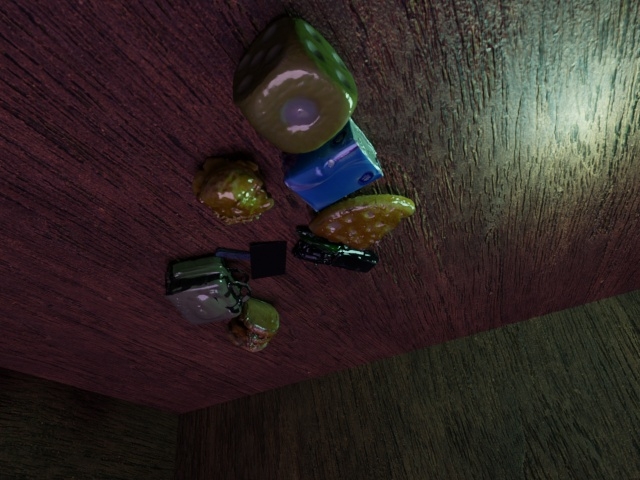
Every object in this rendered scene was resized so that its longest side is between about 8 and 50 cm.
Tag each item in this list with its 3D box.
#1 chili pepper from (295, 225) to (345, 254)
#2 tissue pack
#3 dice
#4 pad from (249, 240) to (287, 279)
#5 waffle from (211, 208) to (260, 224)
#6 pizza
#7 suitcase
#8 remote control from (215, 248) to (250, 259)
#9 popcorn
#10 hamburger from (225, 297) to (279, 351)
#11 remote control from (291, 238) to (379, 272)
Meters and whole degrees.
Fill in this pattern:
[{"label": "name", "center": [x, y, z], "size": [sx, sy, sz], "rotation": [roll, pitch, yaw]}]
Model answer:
[{"label": "chili pepper", "center": [-0.001, 0.003, 1.639], "size": [0.216, 0.062, 0.108], "rotation": [23, 175, -6]}, {"label": "tissue pack", "center": [0.036, -0.238, 1.301], "size": [0.263, 0.146, 0.198], "rotation": [-27, 140, 23]}, {"label": "dice", "center": [-0.063, -0.383, 1.016], "size": [0.227, 0.233, 0.238], "rotation": [-34, 138, 28]}, {"label": "pad", "center": [-0.230, 0.090, 1.793], "size": [0.159, 0.009, 0.265], "rotation": [-8, 145, -13]}, {"label": "waffle", "center": [-0.303, -0.121, 1.479], "size": [0.191, 0.038, 0.191], "rotation": [-6, 144, -4]}, {"label": "pizza", "center": [0.162, -0.077, 1.570], "size": [0.408, 0.114, 0.278], "rotation": [-14, 144, 9]}, {"label": "suitcase", "center": [-0.474, 0.224, 1.779], "size": [0.339, 0.194, 0.351], "rotation": [-11, 144, -1]}, {"label": "remote control", "center": [-0.367, 0.057, 1.717], "size": [0.152, 0.027, 0.043], "rotation": [10, 134, -26]}, {"label": "popcorn", "center": [-0.281, -0.162, 1.302], "size": [0.253, 0.190, 0.191], "rotation": [-5, 121, 0]}, {"label": "hamburger", "center": [-0.339, 0.414, 2.047], "size": [0.211, 0.260, 0.245], "rotation": [-56, 168, 27]}, {"label": "remote control", "center": [0.075, 0.074, 1.797], "size": [0.398, 0.062, 0.144], "rotation": [12, 139, -25]}]
